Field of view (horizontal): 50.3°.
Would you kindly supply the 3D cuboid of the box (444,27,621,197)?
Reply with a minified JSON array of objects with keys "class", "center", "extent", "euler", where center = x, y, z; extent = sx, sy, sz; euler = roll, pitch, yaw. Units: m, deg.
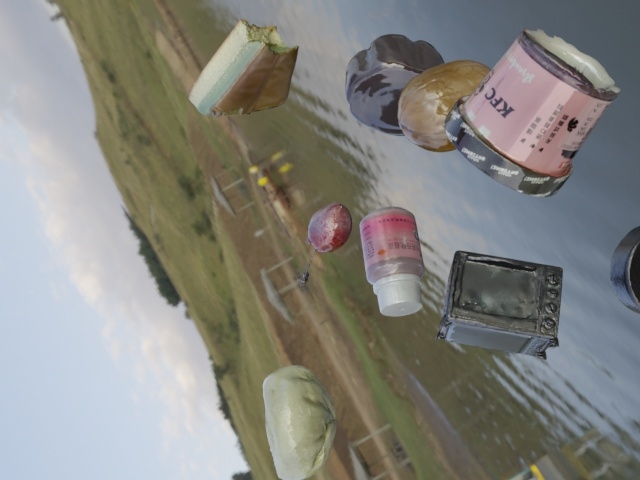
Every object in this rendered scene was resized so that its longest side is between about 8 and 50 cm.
[{"class":"box","center":[0.234,-0.143,0.738],"extent":[0.151,0.151,0.135],"euler":[58,132,31]}]

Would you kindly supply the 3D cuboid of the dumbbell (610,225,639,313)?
[{"class":"dumbbell","center":[0.733,0.069,1.310],"extent":[0.203,0.204,0.322],"euler":[60,174,-7]}]

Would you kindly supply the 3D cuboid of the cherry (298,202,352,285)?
[{"class":"cherry","center":[0.000,0.000,1.541],"extent":[0.225,0.090,0.106],"euler":[-54,38,38]}]

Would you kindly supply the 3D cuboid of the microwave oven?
[{"class":"microwave oven","center":[0.392,0.142,1.500],"extent":[0.188,0.248,0.177],"euler":[80,-159,-69]}]

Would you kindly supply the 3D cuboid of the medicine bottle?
[{"class":"medicine bottle","center":[0.176,0.051,1.635],"extent":[0.147,0.147,0.246],"euler":[67,-166,-63]}]

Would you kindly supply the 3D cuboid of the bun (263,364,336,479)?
[{"class":"bun","center":[-0.045,0.410,1.558],"extent":[0.259,0.160,0.259],"euler":[171,90,-82]}]

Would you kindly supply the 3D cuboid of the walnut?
[{"class":"walnut","center":[0.250,-0.255,1.304],"extent":[0.167,0.207,0.167],"euler":[164,90,-90]}]

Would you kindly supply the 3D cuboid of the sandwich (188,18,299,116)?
[{"class":"sandwich","center":[-0.171,-0.381,1.508],"extent":[0.108,0.220,0.186],"euler":[51,145,28]}]

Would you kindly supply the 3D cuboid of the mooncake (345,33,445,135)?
[{"class":"mooncake","center":[0.177,-0.351,1.559],"extent":[0.245,0.245,0.133],"euler":[65,-159,-54]}]
